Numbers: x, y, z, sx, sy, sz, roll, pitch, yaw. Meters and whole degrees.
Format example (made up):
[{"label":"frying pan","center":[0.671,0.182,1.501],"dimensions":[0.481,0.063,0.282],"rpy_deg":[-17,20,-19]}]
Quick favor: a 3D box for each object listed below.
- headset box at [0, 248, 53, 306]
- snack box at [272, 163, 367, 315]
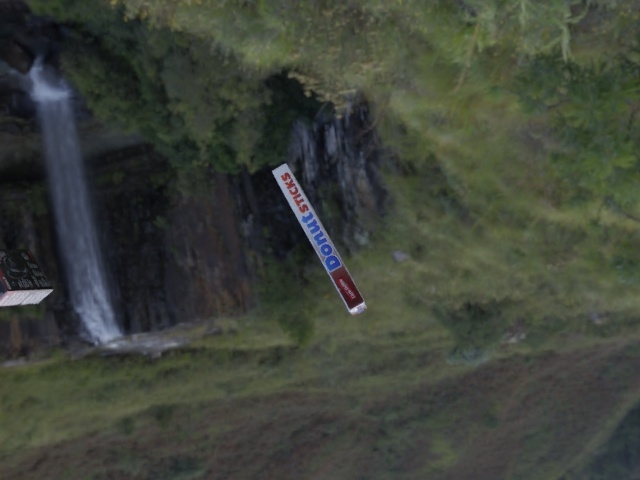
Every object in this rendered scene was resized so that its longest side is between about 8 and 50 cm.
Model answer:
[{"label":"headset box","center":[-0.358,0.042,0.850],"dimensions":[0.032,0.062,0.083],"rpy_deg":[-41,166,16]},{"label":"snack box","center":[0.000,0.000,0.829],"dimensions":[0.022,0.178,0.064],"rpy_deg":[-29,167,-1]}]
